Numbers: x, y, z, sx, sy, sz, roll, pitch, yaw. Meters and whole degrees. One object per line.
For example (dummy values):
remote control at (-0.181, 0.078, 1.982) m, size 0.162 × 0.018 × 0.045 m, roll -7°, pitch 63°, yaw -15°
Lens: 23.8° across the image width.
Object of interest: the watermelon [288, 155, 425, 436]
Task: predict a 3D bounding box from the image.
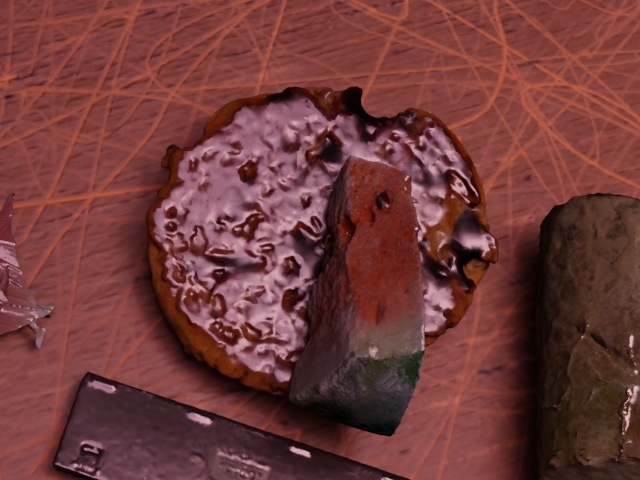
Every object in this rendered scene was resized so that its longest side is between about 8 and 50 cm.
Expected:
watermelon at (0.044, 0.031, 1.319) m, size 0.094 × 0.154 × 0.241 m, roll 12°, pitch 59°, yaw -12°

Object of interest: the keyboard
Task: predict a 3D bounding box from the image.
keyboard at (-0.074, 0.212, 1.336) m, size 0.317 × 0.027 × 0.106 m, roll 21°, pitch 60°, yaw -9°

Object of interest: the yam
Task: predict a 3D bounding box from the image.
yam at (0.291, 0.106, 1.400) m, size 0.195 × 0.195 × 0.300 m, roll 11°, pitch 65°, yaw -13°

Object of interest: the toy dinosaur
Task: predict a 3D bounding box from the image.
toy dinosaur at (-0.288, 0.052, 1.332) m, size 0.108 × 0.032 × 0.220 m, roll 15°, pitch 55°, yaw -7°

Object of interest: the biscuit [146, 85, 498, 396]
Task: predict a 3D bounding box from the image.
biscuit at (-0.002, -0.004, 1.418) m, size 0.334 × 0.081 × 0.289 m, roll -20°, pitch 78°, yaw -20°
